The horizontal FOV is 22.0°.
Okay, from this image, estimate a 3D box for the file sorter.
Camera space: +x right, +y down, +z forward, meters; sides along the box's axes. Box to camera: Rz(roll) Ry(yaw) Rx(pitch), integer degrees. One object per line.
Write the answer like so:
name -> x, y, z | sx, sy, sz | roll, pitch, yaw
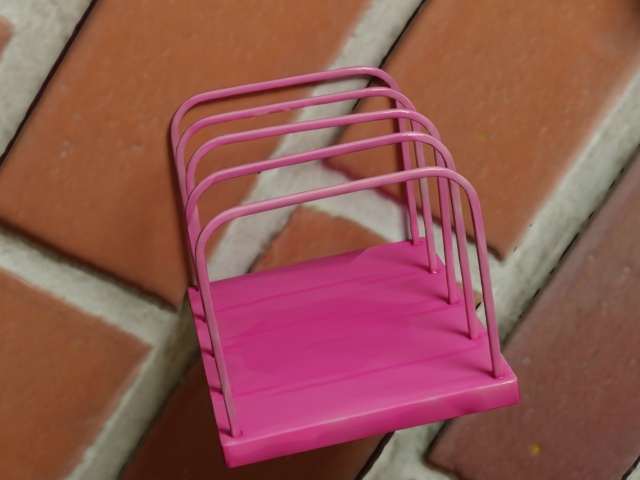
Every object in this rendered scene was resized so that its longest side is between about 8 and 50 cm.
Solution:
file sorter -> 0.000, 0.000, 1.192 | 0.202, 0.290, 0.182 | -12, 111, -5
